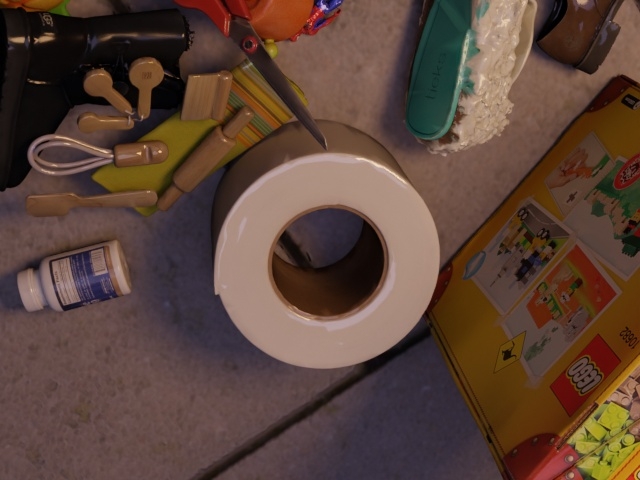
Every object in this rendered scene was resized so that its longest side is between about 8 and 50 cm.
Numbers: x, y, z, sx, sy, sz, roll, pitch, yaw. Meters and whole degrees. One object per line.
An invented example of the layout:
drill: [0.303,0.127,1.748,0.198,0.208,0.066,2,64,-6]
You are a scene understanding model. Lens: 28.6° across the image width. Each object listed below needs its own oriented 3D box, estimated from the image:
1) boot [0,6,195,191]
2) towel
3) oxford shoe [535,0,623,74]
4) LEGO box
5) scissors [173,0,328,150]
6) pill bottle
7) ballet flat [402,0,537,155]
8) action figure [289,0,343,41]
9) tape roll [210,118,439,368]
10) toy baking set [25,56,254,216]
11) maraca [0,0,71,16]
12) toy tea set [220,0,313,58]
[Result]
boot: [-0.254,-0.148,1.363,0.207,0.094,0.246,-2,137,-25]
towel: [-0.134,-0.116,1.392,0.237,0.021,0.102,-34,138,14]
oxford shoe: [0.305,-0.305,1.390,0.096,0.083,0.227,20,104,-8]
LEGO box: [0.326,0.068,1.290,0.193,0.500,0.372,38,101,-15]
scissors: [-0.088,-0.210,1.285,0.109,0.021,0.297,-23,87,18]
pill bottle: [-0.283,0.044,1.443,0.120,0.067,0.067,-15,109,-1]
ballet flat: [0.187,-0.293,1.373,0.147,0.147,0.409,9,109,-9]
action figure: [0.006,-0.264,1.398,0.038,0.030,0.115,41,101,-22]
tape roll: [0.000,0.000,1.407,0.246,0.169,0.246,-2,108,-5]
toy baking set: [-0.198,-0.104,1.342,0.196,0.030,0.256,21,125,-35]
maraca: [-0.313,-0.283,1.322,0.127,0.099,0.186,9,132,1]
toy tea set: [-0.048,-0.367,1.334,0.200,0.124,0.336,38,105,14]
